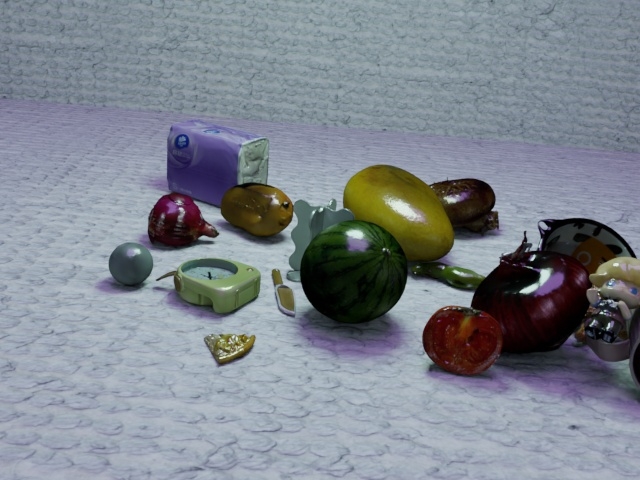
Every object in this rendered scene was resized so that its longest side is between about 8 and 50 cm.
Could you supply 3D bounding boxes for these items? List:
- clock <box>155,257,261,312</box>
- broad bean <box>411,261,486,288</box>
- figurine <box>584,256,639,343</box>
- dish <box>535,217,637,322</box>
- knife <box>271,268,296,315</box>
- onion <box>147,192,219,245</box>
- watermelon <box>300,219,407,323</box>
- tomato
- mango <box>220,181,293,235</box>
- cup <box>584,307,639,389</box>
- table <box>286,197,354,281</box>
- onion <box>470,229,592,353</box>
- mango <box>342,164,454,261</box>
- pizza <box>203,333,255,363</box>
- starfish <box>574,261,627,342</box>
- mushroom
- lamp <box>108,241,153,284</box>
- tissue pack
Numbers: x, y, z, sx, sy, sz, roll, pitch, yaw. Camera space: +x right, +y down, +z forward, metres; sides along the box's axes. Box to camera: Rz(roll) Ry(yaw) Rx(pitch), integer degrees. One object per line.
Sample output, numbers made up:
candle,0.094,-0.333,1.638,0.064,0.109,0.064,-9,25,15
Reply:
clock,-0.269,0.094,1.680,0.232,0.069,0.170,14,22,26
broad bean,0.346,0.091,1.872,0.214,0.048,0.070,9,25,19
figurine,0.588,0.116,1.419,0.114,0.108,0.196,6,41,49
dish,0.634,0.088,1.757,0.303,0.302,0.120,4,-25,-10
knife,-0.087,0.119,1.725,0.046,0.022,0.256,5,20,-12
onion,-0.378,-0.061,1.981,0.198,0.135,0.173,4,23,-8
watermelon,0.075,0.069,1.591,0.243,0.242,0.242,5,20,-2
tomato,0.287,0.195,1.455,0.159,0.138,0.091,10,8,4
mango,-0.190,-0.086,2.095,0.249,0.151,0.156,8,59,30
cup,0.716,0.213,1.463,0.288,0.208,0.273,-33,5,25
table,0.000,0.000,1.813,0.167,0.198,0.166,5,20,-2
onion,0.436,0.105,1.526,0.273,0.285,0.273,-28,17,9
mango,0.232,-0.067,2.048,0.302,0.220,0.445,9,24,-31
pizza,-0.198,0.209,1.446,0.109,0.026,0.123,13,22,26
starfish,0.660,0.162,1.642,0.241,0.043,0.227,33,67,-1
mushroom,0.448,-0.119,2.310,0.278,0.163,0.297,12,19,18
lamp,-0.450,0.055,1.692,0.105,0.105,0.105,5,20,-2
tissue pack,-0.339,-0.248,2.350,0.338,0.242,0.160,18,26,32
